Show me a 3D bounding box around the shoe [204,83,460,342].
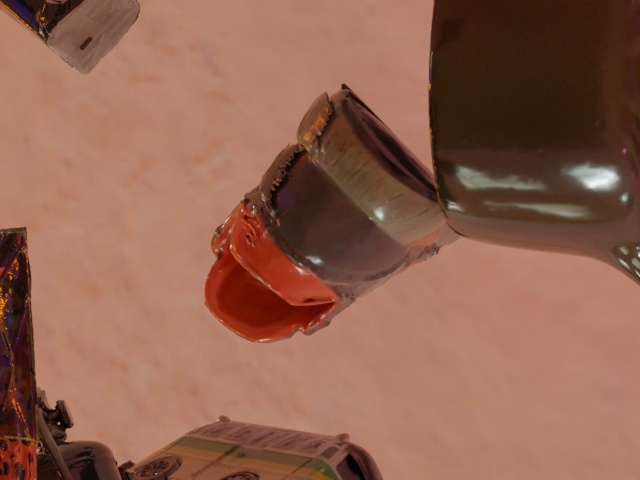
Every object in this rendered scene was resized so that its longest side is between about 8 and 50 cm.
[{"bbox_3d":[0.000,0.000,1.175,0.171,0.336,0.132,-45,88,2],"label":"shoe"}]

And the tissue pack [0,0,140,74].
[{"bbox_3d":[-0.279,-0.258,1.818,0.103,0.090,0.170,-46,53,-7],"label":"tissue pack"}]

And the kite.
[{"bbox_3d":[-0.154,0.039,0.762,0.222,0.008,0.125,50,126,24],"label":"kite"}]

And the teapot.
[{"bbox_3d":[0.154,-0.096,0.809,0.175,0.185,0.268,4,86,14],"label":"teapot"}]

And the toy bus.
[{"bbox_3d":[-0.062,0.290,1.892,0.305,0.179,0.143,0,114,51],"label":"toy bus"}]

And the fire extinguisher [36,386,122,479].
[{"bbox_3d":[-0.182,0.236,1.356,0.118,0.093,0.294,80,168,-70],"label":"fire extinguisher"}]
